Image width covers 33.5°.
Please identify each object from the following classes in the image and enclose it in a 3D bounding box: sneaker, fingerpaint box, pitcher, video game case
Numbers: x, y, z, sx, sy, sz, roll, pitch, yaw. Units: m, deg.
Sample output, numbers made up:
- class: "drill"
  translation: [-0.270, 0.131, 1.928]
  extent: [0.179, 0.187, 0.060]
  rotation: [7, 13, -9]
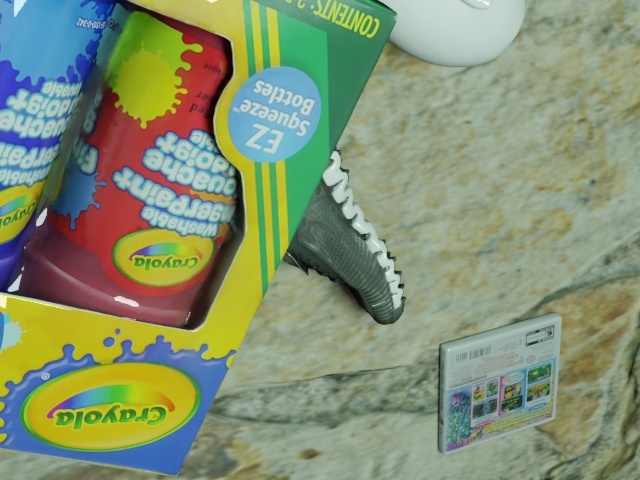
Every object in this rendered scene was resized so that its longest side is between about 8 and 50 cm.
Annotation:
- class: "sneaker"
  translation: [0.000, 0.000, 1.020]
  extent: [0.106, 0.078, 0.234]
  rotation: [-32, 119, -8]
- class: "fingerpaint box"
  translation: [-0.232, -0.069, 0.666]
  extent: [0.445, 0.163, 0.371]
  rotation: [17, 108, -31]
- class: "pitcher"
  translation: [0.090, -0.225, 0.902]
  extent: [0.207, 0.178, 0.125]
  rotation: [25, 100, -32]
- class: "video game case"
  translation: [0.208, 0.165, 1.230]
  extent: [0.157, 0.019, 0.143]
  rotation: [-13, 117, -22]
